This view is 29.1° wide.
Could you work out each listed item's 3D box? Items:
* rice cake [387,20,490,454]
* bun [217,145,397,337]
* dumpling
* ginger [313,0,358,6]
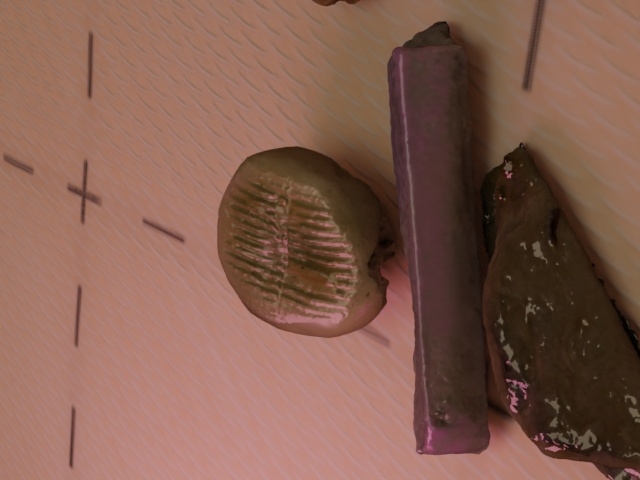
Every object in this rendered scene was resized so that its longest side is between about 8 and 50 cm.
[{"bbox_3d":[0.106,0.004,1.108,0.064,0.070,0.399,-147,52,-80],"label":"rice cake"},{"bbox_3d":[0.000,0.000,1.206,0.193,0.128,0.178,20,113,33],"label":"bun"},{"bbox_3d":[0.185,0.091,1.036,0.166,0.086,0.332,-50,54,42],"label":"dumpling"},{"bbox_3d":[-0.012,-0.314,1.195,0.213,0.074,0.137,43,128,43],"label":"ginger"}]
